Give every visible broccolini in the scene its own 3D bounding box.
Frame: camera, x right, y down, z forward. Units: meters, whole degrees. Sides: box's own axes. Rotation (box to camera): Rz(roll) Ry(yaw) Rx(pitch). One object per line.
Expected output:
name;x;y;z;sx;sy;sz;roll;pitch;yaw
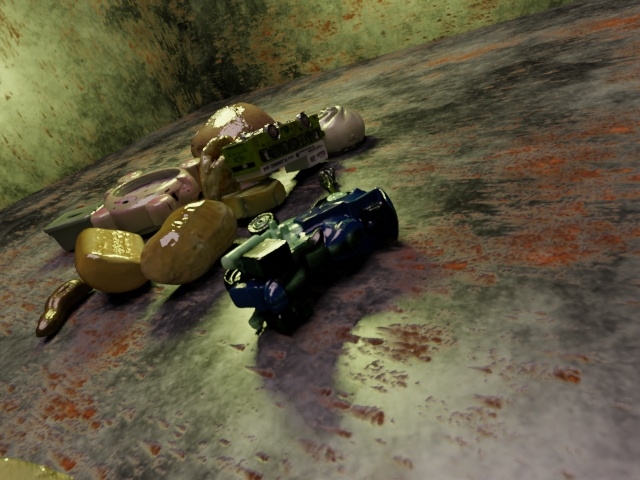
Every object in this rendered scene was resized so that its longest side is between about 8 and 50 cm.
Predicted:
broccolini;0.024;-0.106;0.923;0.042;0.044;0.218;-6;33;-4

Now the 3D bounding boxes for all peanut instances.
peanut;-0.253;0.000;0.817;0.129;0.129;0.224;-5;29;28

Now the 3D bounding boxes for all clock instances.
clock;-0.483;-0.124;1.204;0.284;0.114;0.309;-9;29;9

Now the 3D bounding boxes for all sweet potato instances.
sweet potato;-0.531;0.130;0.857;0.053;0.054;0.182;-22;28;18

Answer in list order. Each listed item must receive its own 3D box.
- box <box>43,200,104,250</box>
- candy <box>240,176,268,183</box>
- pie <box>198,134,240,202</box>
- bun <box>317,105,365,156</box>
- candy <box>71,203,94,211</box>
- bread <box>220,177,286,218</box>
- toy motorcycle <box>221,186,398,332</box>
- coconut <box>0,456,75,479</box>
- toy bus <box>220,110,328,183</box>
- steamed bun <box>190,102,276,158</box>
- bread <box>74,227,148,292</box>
box;-0.697;-0.039;1.236;0.172;0.092;0.124;-14;28;13
candy;-0.202;-0.182;1.221;0.123;0.035;0.035;-19;23;22
pie;-0.248;-0.175;1.070;0.084;0.178;0.205;17;41;5
bun;0.039;-0.328;1.216;0.173;0.119;0.172;-16;25;8
candy;-0.811;-0.068;1.405;0.086;0.059;0.292;-27;27;-9
bread;-0.154;-0.097;0.987;0.156;0.064;0.117;-23;21;-17
toy motorcycle;0.000;0.000;0.655;0.196;0.125;0.331;4;32;41
coconut;-0.237;0.268;0.213;0.239;0.239;0.244;-26;22;-10
toy bus;-0.103;-0.231;1.061;0.113;0.139;0.302;-7;19;37
steamed bun;-0.282;-0.326;1.348;0.301;0.199;0.251;11;42;45
bread;-0.432;0.045;0.875;0.148;0.098;0.217;7;16;-28
